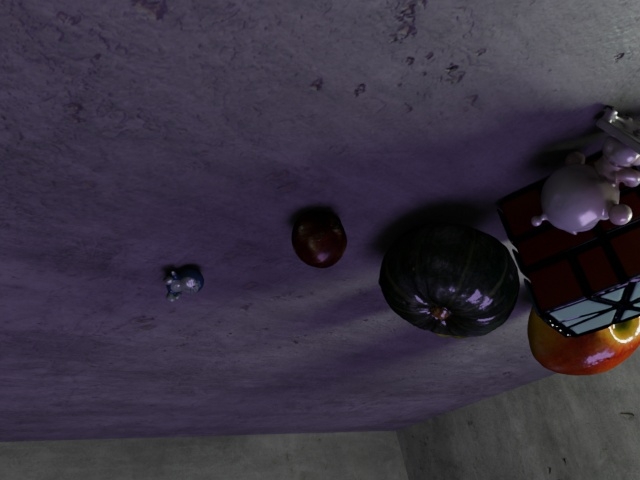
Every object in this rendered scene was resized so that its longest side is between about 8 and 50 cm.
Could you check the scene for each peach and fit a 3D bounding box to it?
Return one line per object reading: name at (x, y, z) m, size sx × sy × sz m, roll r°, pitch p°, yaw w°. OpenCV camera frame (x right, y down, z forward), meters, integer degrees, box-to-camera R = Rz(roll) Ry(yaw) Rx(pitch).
peach at (0.809, 0.260, 1.824) m, size 0.289 × 0.373 × 0.373 m, roll 28°, pitch 142°, yaw -6°

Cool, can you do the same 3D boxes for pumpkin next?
pumpkin at (0.279, 0.081, 1.287) m, size 0.300 × 0.207 × 0.300 m, roll 14°, pitch 151°, yaw 8°

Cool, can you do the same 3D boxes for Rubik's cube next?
Rubik's cube at (0.585, 0.019, 1.261) m, size 0.293 × 0.283 × 0.288 m, roll -23°, pitch 151°, yaw 25°

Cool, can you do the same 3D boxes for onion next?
onion at (0.000, 0.000, 1.150) m, size 0.117 × 0.119 × 0.118 m, roll 13°, pitch 143°, yaw -35°

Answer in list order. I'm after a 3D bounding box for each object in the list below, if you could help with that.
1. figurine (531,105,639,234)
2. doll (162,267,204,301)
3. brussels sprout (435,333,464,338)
figurine at (0.507, -0.105, 1.081) m, size 0.144 × 0.182 × 0.257 m, roll -1°, pitch 133°, yaw -50°
doll at (-0.288, 0.084, 1.236) m, size 0.083 × 0.050 × 0.076 m, roll -8°, pitch 135°, yaw -8°
brussels sprout at (0.378, 0.176, 1.599) m, size 0.223 × 0.161 × 0.223 m, roll -17°, pitch 151°, yaw -10°
